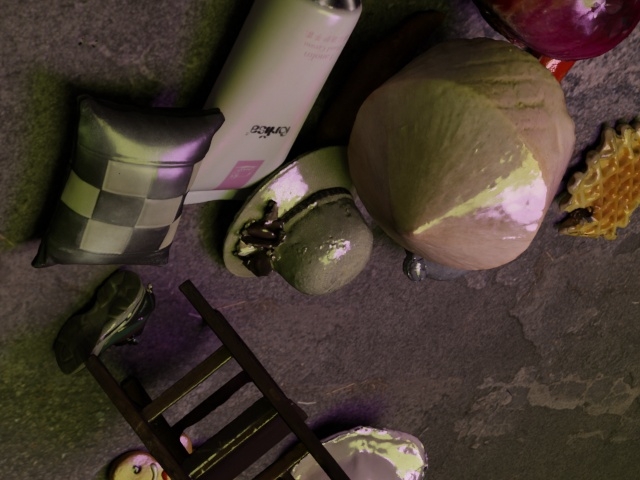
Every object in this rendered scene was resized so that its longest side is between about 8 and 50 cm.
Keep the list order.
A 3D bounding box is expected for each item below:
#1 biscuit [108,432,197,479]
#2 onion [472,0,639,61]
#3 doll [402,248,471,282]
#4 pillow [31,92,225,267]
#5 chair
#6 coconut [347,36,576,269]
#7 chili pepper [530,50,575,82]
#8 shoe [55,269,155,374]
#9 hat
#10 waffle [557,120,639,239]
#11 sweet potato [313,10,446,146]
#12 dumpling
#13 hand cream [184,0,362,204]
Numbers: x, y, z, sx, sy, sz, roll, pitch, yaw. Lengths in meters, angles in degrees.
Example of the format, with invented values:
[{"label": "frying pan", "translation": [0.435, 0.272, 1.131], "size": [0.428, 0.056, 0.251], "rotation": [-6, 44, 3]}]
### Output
[{"label": "biscuit", "translation": [-0.231, 0.389, 1.738], "size": [0.240, 0.035, 0.158], "rotation": [10, 96, -36]}, {"label": "onion", "translation": [0.319, -0.363, 1.421], "size": [0.256, 0.230, 0.272], "rotation": [-1, 133, -41]}, {"label": "doll", "translation": [0.231, -0.076, 1.660], "size": [0.246, 0.158, 0.340], "rotation": [-11, 130, -48]}, {"label": "pillow", "translation": [-0.236, -0.064, 1.296], "size": [0.186, 0.106, 0.249], "rotation": [3, 128, -34]}, {"label": "chair", "translation": [-0.102, 0.285, 1.442], "size": [0.203, 0.416, 0.240], "rotation": [-38, 165, -9]}, {"label": "coconut", "translation": [0.178, -0.102, 1.407], "size": [0.329, 0.329, 0.328], "rotation": [-24, 138, -24]}, {"label": "chili pepper", "translation": [0.361, -0.279, 1.663], "size": [0.123, 0.073, 0.070], "rotation": [-55, -177, 18]}, {"label": "shoe", "translation": [-0.282, 0.122, 1.462], "size": [0.169, 0.071, 0.099], "rotation": [-49, 147, 3]}, {"label": "hat", "translation": [0.000, 0.000, 1.506], "size": [0.257, 0.130, 0.257], "rotation": [-31, 152, -19]}, {"label": "waffle", "translation": [0.547, -0.108, 1.997], "size": [0.261, 0.056, 0.250], "rotation": [8, 119, -43]}, {"label": "sweet potato", "translation": [0.080, -0.228, 1.469], "size": [0.255, 0.058, 0.078], "rotation": [-49, 158, 3]}, {"label": "dumpling", "translation": [0.022, 0.483, 1.999], "size": [0.260, 0.181, 0.341], "rotation": [26, 137, -30]}, {"label": "hand cream", "translation": [-0.071, -0.180, 1.342], "size": [0.186, 0.118, 0.358], "rotation": [-8, 138, -43]}]
